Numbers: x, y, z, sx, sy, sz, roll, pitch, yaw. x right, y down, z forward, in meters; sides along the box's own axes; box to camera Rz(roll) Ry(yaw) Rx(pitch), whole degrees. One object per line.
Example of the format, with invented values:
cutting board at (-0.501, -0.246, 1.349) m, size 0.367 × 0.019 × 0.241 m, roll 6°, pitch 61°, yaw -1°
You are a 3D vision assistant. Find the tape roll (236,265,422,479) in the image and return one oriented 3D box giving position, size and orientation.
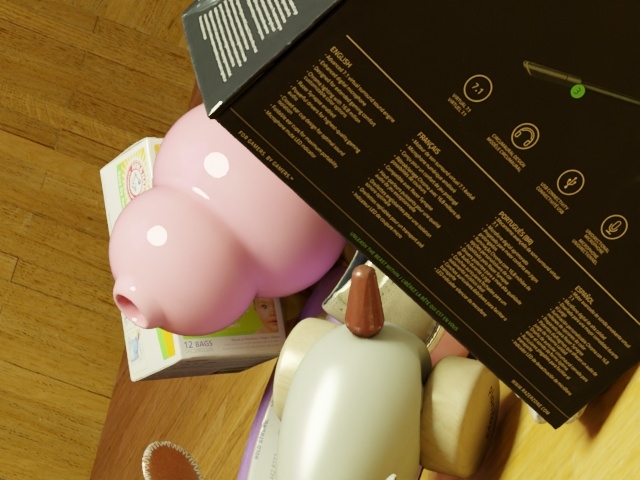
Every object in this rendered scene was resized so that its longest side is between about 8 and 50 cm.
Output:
tape roll at (0.011, 0.164, 1.563) m, size 0.275 × 0.090 × 0.275 m, roll -159°, pitch 90°, yaw -79°

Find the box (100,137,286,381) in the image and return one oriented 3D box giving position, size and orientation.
box at (-0.115, 0.015, 1.665) m, size 0.103 × 0.114 × 0.203 m, roll -27°, pitch 69°, yaw 56°

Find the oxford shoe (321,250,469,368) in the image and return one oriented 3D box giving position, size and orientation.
oxford shoe at (0.100, -0.079, 1.457) m, size 0.123 × 0.130 × 0.348 m, roll 137°, pitch 152°, yaw -68°

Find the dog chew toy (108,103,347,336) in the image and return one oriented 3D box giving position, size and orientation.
dog chew toy at (-0.043, -0.047, 1.552) m, size 0.332 × 0.206 × 0.206 m, roll -45°, pitch -1°, yaw -26°

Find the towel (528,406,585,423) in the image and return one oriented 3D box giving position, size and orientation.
towel at (0.177, -0.018, 1.201) m, size 0.282 × 0.049 × 0.187 m, roll -87°, pitch 22°, yaw -60°

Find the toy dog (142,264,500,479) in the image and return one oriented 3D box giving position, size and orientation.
toy dog at (0.000, 0.146, 1.212) m, size 0.334 × 0.220 × 0.161 m, roll -82°, pitch -17°, yaw -49°

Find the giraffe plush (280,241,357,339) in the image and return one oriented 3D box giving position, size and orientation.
giraffe plush at (0.000, 0.000, 1.795) m, size 0.170 × 0.210 × 0.181 m, roll -8°, pitch -71°, yaw -64°

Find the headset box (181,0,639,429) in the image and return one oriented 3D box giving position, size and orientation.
headset box at (0.124, -0.100, 0.853) m, size 0.283 × 0.246 × 0.131 m, roll -42°, pitch 28°, yaw 13°
